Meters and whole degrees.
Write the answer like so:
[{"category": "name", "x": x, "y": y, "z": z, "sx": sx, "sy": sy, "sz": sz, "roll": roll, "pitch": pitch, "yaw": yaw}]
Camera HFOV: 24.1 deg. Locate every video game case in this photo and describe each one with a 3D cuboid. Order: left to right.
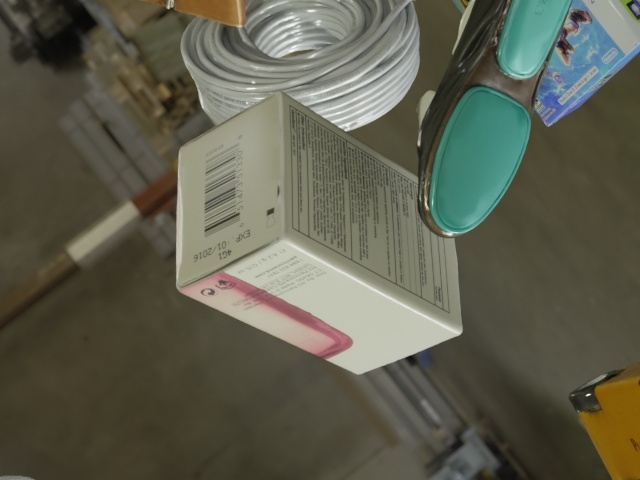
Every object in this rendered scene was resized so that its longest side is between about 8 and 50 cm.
[{"category": "video game case", "x": 0.253, "y": -0.282, "z": 1.701, "sx": 0.244, "sy": 0.061, "sz": 0.269, "roll": 55, "pitch": 159, "yaw": 6}]

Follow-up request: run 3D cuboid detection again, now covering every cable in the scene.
[{"category": "cable", "x": -0.019, "y": -0.209, "z": 1.636, "sx": 0.257, "sy": 0.257, "sz": 0.089, "roll": 6, "pitch": 133, "yaw": 19}]

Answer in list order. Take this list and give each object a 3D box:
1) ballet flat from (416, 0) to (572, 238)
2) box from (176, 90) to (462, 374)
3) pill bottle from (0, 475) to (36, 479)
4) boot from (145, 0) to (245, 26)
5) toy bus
[{"category": "ballet flat", "x": 0.142, "y": -0.134, "z": 1.289, "sx": 0.095, "sy": 0.280, "sz": 0.096, "roll": 28, "pitch": 174, "yaw": -29}, {"category": "box", "x": 0.000, "y": 0.000, "z": 1.290, "sx": 0.232, "sy": 0.126, "sz": 0.149, "roll": 29, "pitch": -133, "yaw": -41}, {"category": "pill bottle", "x": -0.351, "y": 0.466, "z": 1.694, "sx": 0.204, "sy": 0.204, "sz": 0.361, "roll": 63, "pitch": -176, "yaw": -68}, {"category": "boot", "x": -0.080, "y": -0.324, "z": 1.386, "sx": 0.096, "sy": 0.264, "sz": 0.280, "roll": -66, "pitch": -16, "yaw": -56}, {"category": "toy bus", "x": 0.294, "y": 0.124, "z": 1.105, "sx": 0.108, "sy": 0.130, "sz": 0.333, "roll": 61, "pitch": 170, "yaw": 5}]
